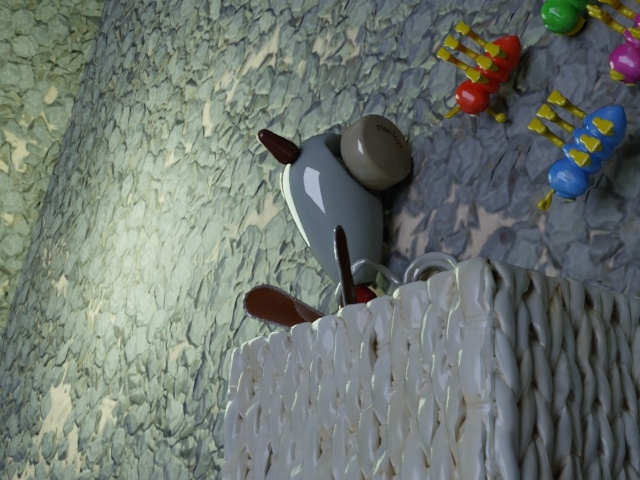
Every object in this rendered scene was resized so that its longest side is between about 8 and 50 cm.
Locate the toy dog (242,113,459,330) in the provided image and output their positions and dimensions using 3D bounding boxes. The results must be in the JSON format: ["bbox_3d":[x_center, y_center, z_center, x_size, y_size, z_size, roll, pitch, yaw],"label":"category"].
[{"bbox_3d":[0.000,0.000,1.071,0.220,0.161,0.333,-49,39,31],"label":"toy dog"}]

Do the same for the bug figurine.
[{"bbox_3d":[0.222,-0.158,0.906,0.216,0.072,0.279,-54,32,15],"label":"bug figurine"}]

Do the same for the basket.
[{"bbox_3d":[0.109,0.212,0.717,0.328,0.266,0.331,-26,53,49],"label":"basket"}]
